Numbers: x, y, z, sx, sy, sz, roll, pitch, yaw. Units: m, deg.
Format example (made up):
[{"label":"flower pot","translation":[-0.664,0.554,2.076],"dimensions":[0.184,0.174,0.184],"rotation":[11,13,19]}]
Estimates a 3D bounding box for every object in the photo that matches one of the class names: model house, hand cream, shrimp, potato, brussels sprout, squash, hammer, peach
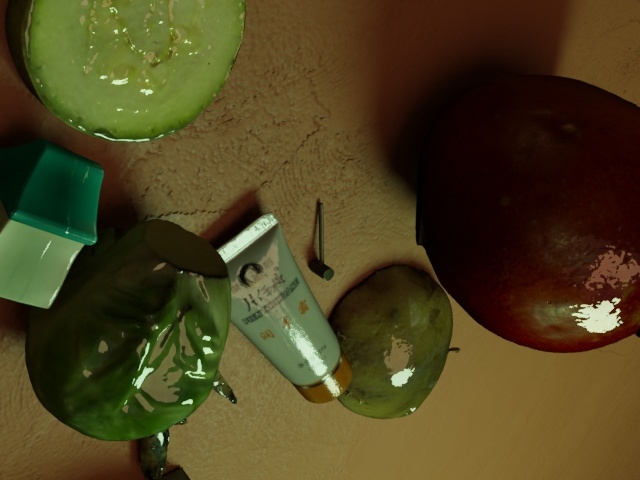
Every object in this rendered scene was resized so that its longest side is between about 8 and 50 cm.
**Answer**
[{"label":"model house","translation":[-0.291,-0.030,0.925],"dimensions":[0.100,0.127,0.149],"rotation":[26,104,-47]},{"label":"hand cream","translation":[-0.051,0.096,1.259],"dimensions":[0.139,0.089,0.314],"rotation":[-39,129,-4]},{"label":"shrimp","translation":[-0.184,0.256,1.296],"dimensions":[0.147,0.035,0.195],"rotation":[-16,127,-34]},{"label":"potato","translation":[0.132,0.178,1.451],"dimensions":[0.239,0.116,0.299],"rotation":[-35,138,-22]},{"label":"brussels sprout","translation":[-0.210,0.101,1.039],"dimensions":[0.244,0.244,0.244],"rotation":[-22,131,-27]},{"label":"squash","translation":[-0.181,-0.218,0.938],"dimensions":[0.252,0.049,0.252],"rotation":[-22,130,-28]},{"label":"hammer","translation":[0.000,0.000,1.268],"dimensions":[0.019,0.035,0.110],"rotation":[-19,121,-30]},{"label":"peach","translation":[0.280,-0.042,1.248],"dimensions":[0.309,0.406,0.335],"rotation":[1,135,-6]}]

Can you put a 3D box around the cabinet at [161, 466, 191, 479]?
[{"label":"cabinet","translation":[-0.199,0.458,1.297],"dimensions":[0.150,0.206,0.145],"rotation":[-25,133,-24]}]
